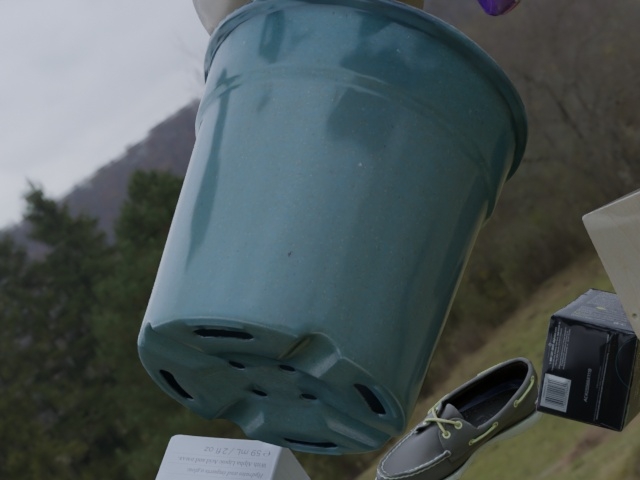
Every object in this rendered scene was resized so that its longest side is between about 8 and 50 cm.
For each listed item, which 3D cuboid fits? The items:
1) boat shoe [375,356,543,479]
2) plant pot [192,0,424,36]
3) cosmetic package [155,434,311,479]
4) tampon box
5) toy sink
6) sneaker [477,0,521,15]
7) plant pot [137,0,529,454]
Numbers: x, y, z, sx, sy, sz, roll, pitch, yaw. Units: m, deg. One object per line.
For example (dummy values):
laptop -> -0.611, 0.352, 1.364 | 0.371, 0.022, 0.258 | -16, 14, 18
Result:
boat shoe -> 0.201, 0.274, 1.867 | 0.305, 0.091, 0.109 | -28, 36, -23
plant pot -> 0.004, -0.327, 1.237 | 0.256, 0.256, 0.274 | -35, -13, -18
cosmetic package -> -0.104, 0.339, 1.430 | 0.151, 0.151, 0.184 | -2, 50, 25
tampon box -> 0.330, 0.135, 1.470 | 0.101, 0.120, 0.161 | 12, 14, 26
toy sink -> 0.423, -0.008, 1.395 | 0.234, 0.153, 0.131 | -24, -2, -40
sneaker -> 0.069, -0.268, 1.006 | 0.104, 0.236, 0.095 | -38, 12, -1
plant pot -> 0.000, 0.000, 1.202 | 0.341, 0.341, 0.334 | -32, 33, 52
